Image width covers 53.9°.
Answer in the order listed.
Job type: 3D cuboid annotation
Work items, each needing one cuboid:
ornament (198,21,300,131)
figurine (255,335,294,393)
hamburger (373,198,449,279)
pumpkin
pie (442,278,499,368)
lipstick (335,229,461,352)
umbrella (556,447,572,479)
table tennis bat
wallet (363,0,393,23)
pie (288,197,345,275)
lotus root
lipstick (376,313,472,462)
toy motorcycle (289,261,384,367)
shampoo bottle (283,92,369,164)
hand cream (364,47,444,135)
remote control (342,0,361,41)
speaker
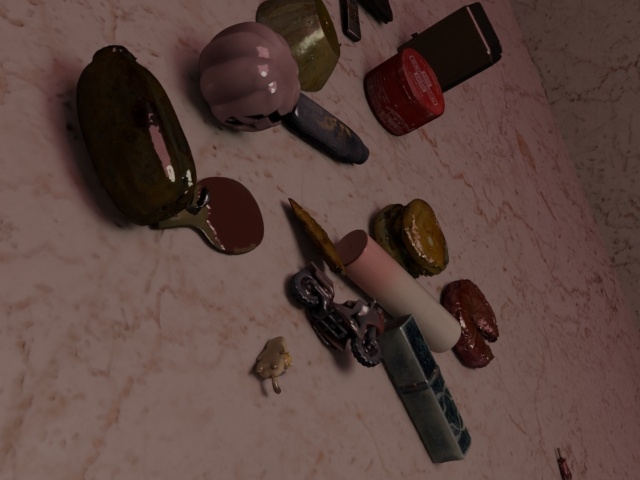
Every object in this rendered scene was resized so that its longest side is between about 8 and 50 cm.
[{"bbox_3d":[-0.125,-0.271,1.061,0.177,0.177,0.178,30,48,-40],"label":"ornament"},{"bbox_3d":[-0.066,0.189,0.959,0.083,0.047,0.051,-64,137,-56],"label":"figurine"},{"bbox_3d":[0.198,0.005,1.361,0.185,0.113,0.177,33,40,-48],"label":"hamburger"},{"bbox_3d":[-0.024,-0.434,1.328,0.217,0.110,0.218,37,38,-37],"label":"pumpkin"},{"bbox_3d":[0.360,0.194,1.501,0.204,0.054,0.219,49,38,-24],"label":"pie"},{"bbox_3d":[0.158,0.107,1.256,0.327,0.087,0.087,42,41,-30],"label":"lipstick"},{"bbox_3d":[0.650,0.630,1.653,0.027,0.025,0.165,32,44,-69],"label":"umbrella"},{"bbox_3d":[-0.167,-0.037,0.975,0.234,0.022,0.131,-9,78,-56],"label":"table tennis bat"},{"bbox_3d":[0.138,-0.756,1.762,0.165,0.042,0.310,29,47,-47],"label":"wallet"},{"bbox_3d":[0.000,0.000,1.132,0.170,0.034,0.092,56,6,22],"label":"pie"},{"bbox_3d":[-0.247,-0.134,0.839,0.124,0.122,0.241,16,50,-80],"label":"lotus root"},{"bbox_3d":[0.200,0.288,1.216,0.077,0.076,0.290,-34,100,-57],"label":"lipstick"},{"bbox_3d":[0.037,0.122,1.099,0.212,0.084,0.118,46,39,-7],"label":"toy motorcycle"},{"bbox_3d":[0.014,-0.223,1.294,0.233,0.049,0.087,28,52,-42],"label":"shampoo bottle"},{"bbox_3d":[0.210,-0.368,1.573,0.193,0.125,0.193,30,49,-41],"label":"hand cream"},{"bbox_3d":[0.074,-0.600,1.616,0.059,0.028,0.212,22,53,-41],"label":"remote control"},{"bbox_3d":[0.373,-0.543,1.795,0.193,0.230,0.153,61,35,-8],"label":"speaker"}]
